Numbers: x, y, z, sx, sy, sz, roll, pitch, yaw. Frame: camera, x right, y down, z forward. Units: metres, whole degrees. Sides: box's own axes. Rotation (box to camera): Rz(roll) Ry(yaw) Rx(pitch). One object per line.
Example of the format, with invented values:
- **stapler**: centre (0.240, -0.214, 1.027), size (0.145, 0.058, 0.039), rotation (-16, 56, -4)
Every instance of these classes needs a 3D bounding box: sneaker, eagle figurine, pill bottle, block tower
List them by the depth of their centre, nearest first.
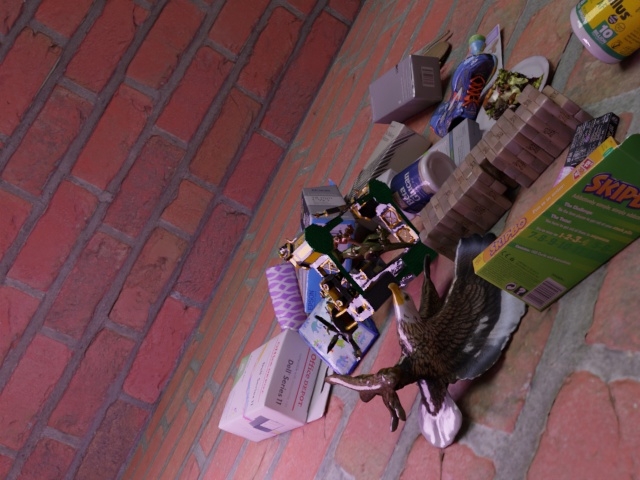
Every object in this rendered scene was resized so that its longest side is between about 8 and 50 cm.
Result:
- **pill bottle**: centre (0.492, -0.372, 0.836), size (0.208, 0.118, 0.117), rotation (-39, 27, 48)
- **eagle figurine**: centre (0.177, 0.139, 0.887), size (0.226, 0.225, 0.298), rotation (29, 52, 35)
- **block tower**: centre (0.309, -0.119, 1.002), size (0.335, 0.091, 0.097), rotation (-52, 18, 24)
- **pill bottle**: centre (0.198, -0.108, 1.169), size (0.169, 0.094, 0.094), rotation (-34, 32, 54)
- **sneaker**: centre (0.329, -0.312, 1.263), size (0.087, 0.083, 0.221), rotation (-112, 31, -41)

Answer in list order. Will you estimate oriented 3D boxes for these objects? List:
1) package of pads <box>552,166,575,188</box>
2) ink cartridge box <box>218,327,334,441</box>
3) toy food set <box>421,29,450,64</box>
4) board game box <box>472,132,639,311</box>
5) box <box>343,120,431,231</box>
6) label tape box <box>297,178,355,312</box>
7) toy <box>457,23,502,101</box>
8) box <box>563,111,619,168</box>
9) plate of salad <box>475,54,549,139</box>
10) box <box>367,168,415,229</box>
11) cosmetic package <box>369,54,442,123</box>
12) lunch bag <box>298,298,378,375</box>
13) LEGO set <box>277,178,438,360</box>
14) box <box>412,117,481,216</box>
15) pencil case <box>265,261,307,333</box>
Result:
- **package of pads**: centre (0.360, -0.063, 0.782), size (0.050, 0.083, 0.032), rotation (-64, 22, 2)
- **ink cartridge box**: centre (-0.105, 0.350, 1.376), size (0.353, 0.119, 0.207), rotation (-40, 26, 49)
- **toy food set**: centre (0.337, -0.536, 1.683), size (0.132, 0.039, 0.192), rotation (-27, 31, 49)
- **board game box**: centre (0.331, -0.018, 0.723), size (0.259, 0.124, 0.039), rotation (-49, 21, 34)
- **box**: centre (0.164, -0.169, 1.476), size (0.275, 0.094, 0.113), rotation (-58, 16, 9)
- **label tape box**: centre (0.000, 0.000, 1.478), size (0.347, 0.115, 0.249), rotation (-112, 24, -66)
- **toy**: centre (0.369, -0.417, 1.358), size (0.137, 0.056, 0.237), rotation (-43, 25, 48)
- **box**: centre (0.416, -0.150, 0.869), size (0.067, 0.018, 0.083), rotation (-19, 45, 65)
- **plate of salad**: centre (0.379, -0.295, 1.152), size (0.199, 0.048, 0.199), rotation (-51, 20, 26)
- **box**: centre (0.166, -0.095, 1.344), size (0.102, 0.101, 0.087), rotation (-34, 32, 53)
- **cosmetic package**: centre (0.236, -0.419, 1.596), size (0.238, 0.107, 0.127), rotation (163, 103, -64)
- **lunch bag**: centre (0.047, 0.203, 1.234), size (0.128, 0.096, 0.151), rotation (-57, 47, 14)
- **LEGO set**: centre (0.056, 0.050, 1.116), size (0.192, 0.255, 0.331), rotation (-43, 4, 45)
- **box**: centre (0.269, -0.153, 1.216), size (0.186, 0.038, 0.145), rotation (-41, 37, 50)
- **pencil case**: centre (-0.092, 0.160, 1.547), size (0.088, 0.087, 0.205), rotation (129, 129, -75)
